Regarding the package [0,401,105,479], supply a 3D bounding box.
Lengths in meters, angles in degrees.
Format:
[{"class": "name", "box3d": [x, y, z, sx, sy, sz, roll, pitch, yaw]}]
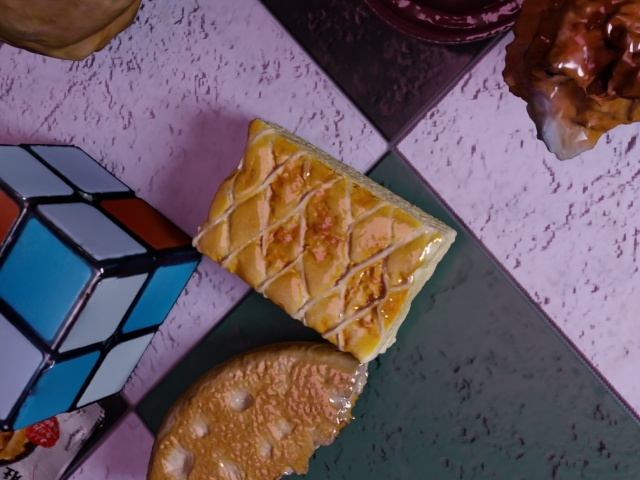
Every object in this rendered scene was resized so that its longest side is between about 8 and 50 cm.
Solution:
[{"class": "package", "box3d": [-0.319, 0.207, 0.944, 0.154, 0.030, 0.239, 40, 107, 13]}]

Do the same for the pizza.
[{"class": "pizza", "box3d": [-0.060, 0.160, 0.816, 0.127, 0.058, 0.246, 47, 108, 14]}]

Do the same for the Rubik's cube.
[{"class": "Rubik's cube", "box3d": [-0.242, 0.034, 0.825, 0.180, 0.167, 0.183, 36, 107, 15]}]

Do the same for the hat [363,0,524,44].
[{"class": "hat", "box3d": [0.099, -0.250, 0.703, 0.205, 0.089, 0.206, 1, 94, 23]}]

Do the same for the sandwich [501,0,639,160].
[{"class": "sandwich", "box3d": [0.229, -0.172, 0.616, 0.250, 0.162, 0.301, 42, 78, 2]}]

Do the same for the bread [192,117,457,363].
[{"class": "bread", "box3d": [-0.001, 0.000, 0.774, 0.188, 0.068, 0.126, 33, 106, 17]}]

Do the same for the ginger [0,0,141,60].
[{"class": "ginger", "box3d": [-0.220, -0.255, 0.743, 0.200, 0.269, 0.223, 36, 101, -13]}]
